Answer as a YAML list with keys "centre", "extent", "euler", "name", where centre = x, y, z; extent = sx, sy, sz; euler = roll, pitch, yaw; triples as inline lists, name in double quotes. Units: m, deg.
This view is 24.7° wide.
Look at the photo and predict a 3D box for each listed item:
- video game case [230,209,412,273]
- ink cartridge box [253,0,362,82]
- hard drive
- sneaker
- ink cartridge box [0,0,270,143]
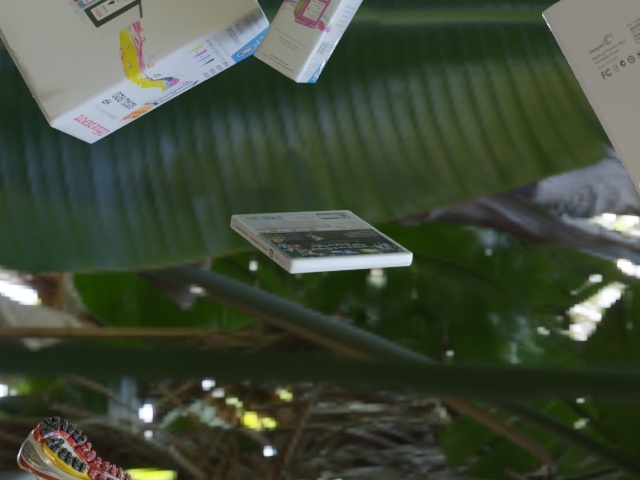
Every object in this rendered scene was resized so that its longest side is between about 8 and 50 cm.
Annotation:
- centre: [0.000, 0.000, 1.978]
  extent: [0.173, 0.190, 0.022]
  euler: [35, -58, 52]
  name: "video game case"
- centre: [-0.003, -0.212, 1.366]
  extent: [0.052, 0.088, 0.122]
  euler: [33, -80, 6]
  name: "ink cartridge box"
- centre: [0.388, -0.156, 1.541]
  extent: [0.203, 0.040, 0.307]
  euler: [-30, -92, 41]
  name: "hard drive"
- centre: [-0.324, 0.346, 2.023]
  extent: [0.225, 0.088, 0.093]
  euler: [47, -60, -2]
  name: "sneaker"
- centre: [-0.190, -0.229, 1.463]
  extent: [0.233, 0.171, 0.168]
  euler: [-29, -95, 2]
  name: "ink cartridge box"
